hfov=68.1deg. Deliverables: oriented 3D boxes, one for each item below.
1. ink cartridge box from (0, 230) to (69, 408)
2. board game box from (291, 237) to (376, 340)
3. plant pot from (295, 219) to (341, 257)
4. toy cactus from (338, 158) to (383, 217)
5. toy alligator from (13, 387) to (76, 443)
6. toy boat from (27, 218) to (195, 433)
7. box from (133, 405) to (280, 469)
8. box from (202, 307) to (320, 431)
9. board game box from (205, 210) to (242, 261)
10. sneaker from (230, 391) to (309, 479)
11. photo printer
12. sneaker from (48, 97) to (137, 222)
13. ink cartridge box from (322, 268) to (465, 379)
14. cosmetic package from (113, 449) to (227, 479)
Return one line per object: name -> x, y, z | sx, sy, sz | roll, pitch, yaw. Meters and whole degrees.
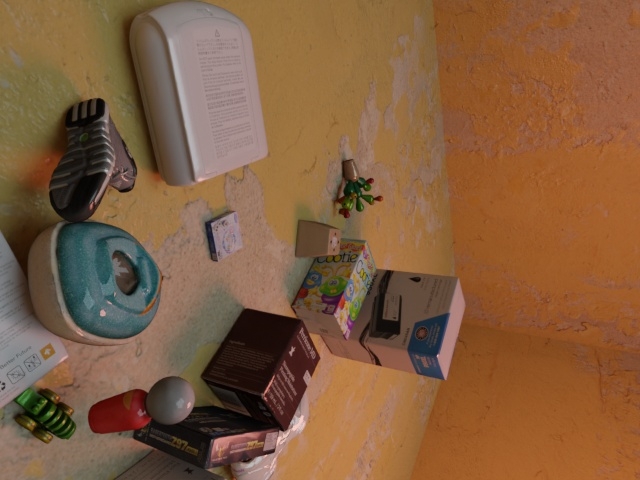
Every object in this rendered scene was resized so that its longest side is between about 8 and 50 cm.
ink cartridge box -> -0.458, 0.045, 0.550 | 0.176, 0.069, 0.370 | -46, 132, -49
board game box -> 0.049, 0.139, 1.435 | 0.275, 0.144, 0.142 | -63, 145, -35
plant pot -> 0.000, 0.000, 1.367 | 0.109, 0.096, 0.109 | 3, 93, -62
toy cactus -> 0.120, -0.178, 1.568 | 0.219, 0.112, 0.180 | -34, 115, -45
toy alligator -> -0.413, 0.248, 0.698 | 0.056, 0.051, 0.189 | -58, 143, -40
toy boat -> -0.288, 0.121, 0.703 | 0.267, 0.148, 0.318 | 49, 26, -84
box -> -0.219, 0.384, 0.947 | 0.233, 0.183, 0.059 | 31, 68, -58
box -> -0.130, 0.298, 1.109 | 0.203, 0.167, 0.168 | -60, 144, -37
board game box -> -0.212, -0.011, 1.052 | 0.090, 0.020, 0.090 | -35, 125, -54
sneaker -> -0.124, 0.473, 1.210 | 0.305, 0.114, 0.152 | -58, 143, -40
photo printer -> -0.219, -0.281, 0.895 | 0.256, 0.107, 0.307 | -38, 127, -53
sneaker -> -0.321, -0.097, 0.712 | 0.132, 0.086, 0.228 | 72, 7, -55
ink cartridge box -> 0.236, 0.254, 1.545 | 0.285, 0.395, 0.166 | -64, 144, -32
cosmetic package -> -0.281, 0.507, 0.854 | 0.151, 0.184, 0.151 | -23, 115, -59
